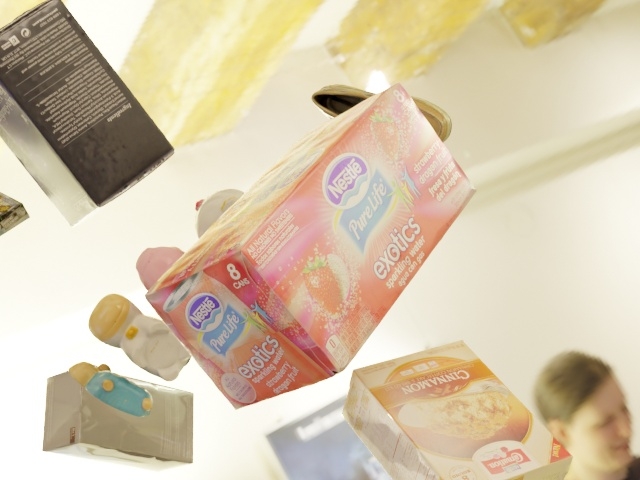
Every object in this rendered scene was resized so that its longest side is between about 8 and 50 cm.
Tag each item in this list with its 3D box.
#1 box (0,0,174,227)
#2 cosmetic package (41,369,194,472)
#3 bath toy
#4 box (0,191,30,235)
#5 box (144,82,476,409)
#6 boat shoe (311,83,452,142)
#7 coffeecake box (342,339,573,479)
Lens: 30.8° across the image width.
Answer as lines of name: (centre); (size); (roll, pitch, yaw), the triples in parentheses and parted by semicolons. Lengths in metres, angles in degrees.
box: (-0.275, -0.132, 1.254); (0.108, 0.207, 0.153); (-40, 7, -23)
cosmetic package: (-0.317, 0.287, 1.846); (0.107, 0.127, 0.238); (-22, -32, 40)
bath toy: (-0.209, 0.073, 1.636); (0.348, 0.151, 0.129); (-54, 15, -6)
box: (-0.464, -0.031, 1.574); (0.094, 0.027, 0.137); (-37, 33, -25)
box: (0.000, 0.000, 1.090); (0.154, 0.142, 0.300); (-24, 18, 45)
boat shoe: (0.074, -0.161, 1.512); (0.072, 0.190, 0.068); (-7, -71, -63)
coffeecake box: (0.132, 0.194, 1.156); (0.142, 0.185, 0.068); (-11, -50, -30)
